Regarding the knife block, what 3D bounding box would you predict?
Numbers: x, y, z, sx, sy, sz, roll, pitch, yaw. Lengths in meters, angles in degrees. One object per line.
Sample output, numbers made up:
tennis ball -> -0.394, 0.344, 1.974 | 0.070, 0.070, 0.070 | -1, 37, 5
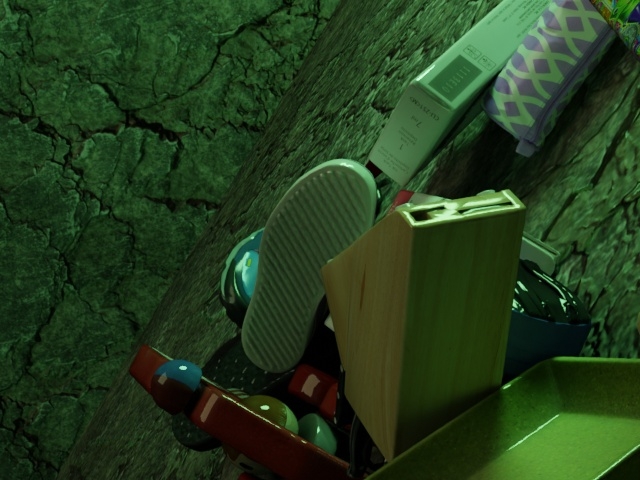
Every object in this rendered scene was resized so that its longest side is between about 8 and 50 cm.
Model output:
knife block -> 0.083, 0.112, 0.814 | 0.275, 0.088, 0.242 | 138, 119, -68

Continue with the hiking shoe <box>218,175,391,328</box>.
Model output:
hiking shoe -> -0.027, 0.001, 1.495 | 0.132, 0.113, 0.304 | -32, 13, 49

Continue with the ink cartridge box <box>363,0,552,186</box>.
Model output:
ink cartridge box -> 0.144, -0.146, 1.237 | 0.275, 0.060, 0.239 | -44, -11, -40

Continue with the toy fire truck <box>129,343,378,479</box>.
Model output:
toy fire truck -> -0.064, 0.190, 1.067 | 0.169, 0.254, 0.302 | -62, 14, -6

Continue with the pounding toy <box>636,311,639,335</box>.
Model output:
pounding toy -> 0.238, 0.126, 0.415 | 0.155, 0.154, 0.269 | -56, 34, 17

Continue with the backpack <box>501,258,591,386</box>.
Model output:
backpack -> 0.156, 0.070, 0.870 | 0.120, 0.098, 0.101 | -137, 55, -58

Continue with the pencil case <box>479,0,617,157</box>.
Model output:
pencil case -> 0.251, -0.189, 1.101 | 0.206, 0.086, 0.088 | -55, 42, 22

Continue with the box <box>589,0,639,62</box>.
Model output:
box -> 0.330, -0.198, 0.644 | 0.290, 0.177, 0.279 | -54, 14, 22

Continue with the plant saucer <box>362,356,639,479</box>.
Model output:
plant saucer -> 0.150, 0.138, 0.693 | 0.188, 0.045, 0.188 | -28, 9, -27

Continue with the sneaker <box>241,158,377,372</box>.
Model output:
sneaker -> -0.001, 0.000, 1.193 | 0.161, 0.102, 0.282 | -52, -8, -52

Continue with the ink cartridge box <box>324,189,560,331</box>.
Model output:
ink cartridge box -> 0.109, 0.051, 1.061 | 0.172, 0.100, 0.237 | -60, 14, -1

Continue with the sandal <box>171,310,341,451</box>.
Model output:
sandal -> -0.030, 0.171, 1.347 | 0.445, 0.107, 0.168 | -31, 29, 39
